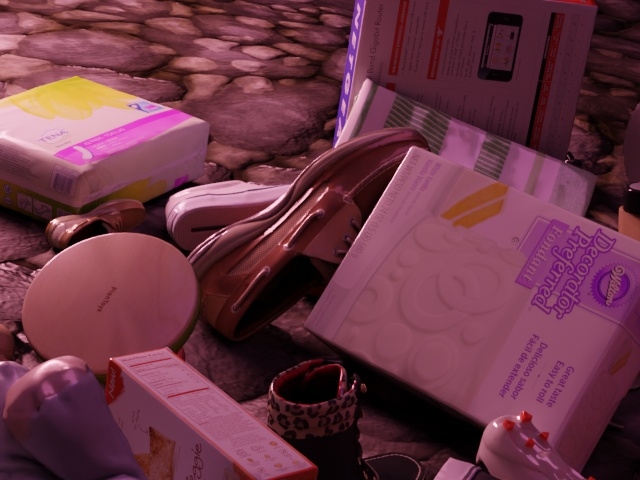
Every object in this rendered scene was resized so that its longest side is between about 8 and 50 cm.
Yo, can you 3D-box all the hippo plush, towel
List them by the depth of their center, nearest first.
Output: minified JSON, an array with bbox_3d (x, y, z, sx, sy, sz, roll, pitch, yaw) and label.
[{"bbox_3d":[-0.243,0.259,1.382,0.294,0.234,0.236,53,51,-2],"label":"hippo plush"},{"bbox_3d":[0.165,-0.053,2.212,0.325,0.038,0.248,22,55,1],"label":"towel"}]

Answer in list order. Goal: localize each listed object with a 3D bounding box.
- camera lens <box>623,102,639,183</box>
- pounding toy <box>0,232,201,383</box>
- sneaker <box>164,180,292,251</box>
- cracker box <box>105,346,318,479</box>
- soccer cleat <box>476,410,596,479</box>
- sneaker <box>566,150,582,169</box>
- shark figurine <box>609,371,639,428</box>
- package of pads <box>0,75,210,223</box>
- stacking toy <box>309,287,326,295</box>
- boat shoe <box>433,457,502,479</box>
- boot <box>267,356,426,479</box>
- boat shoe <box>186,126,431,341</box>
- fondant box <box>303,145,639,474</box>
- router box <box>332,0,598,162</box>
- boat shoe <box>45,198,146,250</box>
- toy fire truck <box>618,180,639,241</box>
[{"bbox_3d":[0.545,-0.125,2.268,0.274,0.219,0.219,-17,34,-40],"label":"camera lens"},{"bbox_3d":[-0.227,0.109,1.842,0.237,0.110,0.183,-34,53,-19],"label":"pounding toy"},{"bbox_3d":[-0.069,-0.041,2.233,0.258,0.094,0.091,1,28,-19],"label":"sneaker"},{"bbox_3d":[-0.105,0.212,1.534,0.067,0.156,0.232,-9,28,-36],"label":"cracker box"},{"bbox_3d":[0.223,0.248,1.705,0.068,0.076,0.196,-13,51,-40],"label":"soccer cleat"},{"bbox_3d":[0.331,-0.123,2.609,0.067,0.078,0.188,-1,24,-24],"label":"sneaker"},{"bbox_3d":[0.319,0.104,2.024,0.166,0.116,0.278,20,23,28],"label":"shark figurine"},{"bbox_3d":[-0.317,-0.119,2.313,0.229,0.101,0.296,20,24,23],"label":"package of pads"},{"bbox_3d":[0.100,0.051,2.059,0.330,0.141,0.141,14,22,26],"label":"stacking toy"},{"bbox_3d":[0.126,0.279,1.547,0.102,0.108,0.301,13,16,12],"label":"boat shoe"},{"bbox_3d":[0.026,0.189,1.609,0.085,0.179,0.236,26,29,35],"label":"boot"},{"bbox_3d":[0.000,0.000,2.003,0.116,0.324,0.123,54,1,32],"label":"boat shoe"},{"bbox_3d":[0.179,0.069,1.881,0.330,0.238,0.096,26,-9,34],"label":"fondant box"},{"bbox_3d":[0.179,-0.177,2.342,0.301,0.335,0.082,6,23,-8],"label":"router box"},{"bbox_3d":[-0.263,-0.013,2.157,0.135,0.050,0.045,-20,39,-33],"label":"boat shoe"},{"bbox_3d":[0.492,-0.028,2.051,0.246,0.158,0.217,-11,17,-33],"label":"toy fire truck"}]
